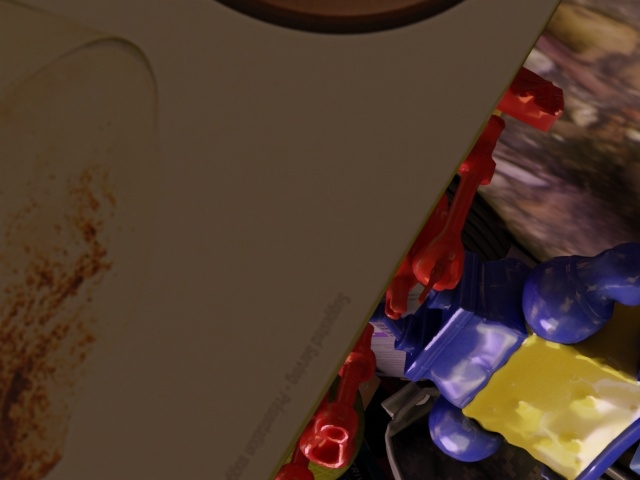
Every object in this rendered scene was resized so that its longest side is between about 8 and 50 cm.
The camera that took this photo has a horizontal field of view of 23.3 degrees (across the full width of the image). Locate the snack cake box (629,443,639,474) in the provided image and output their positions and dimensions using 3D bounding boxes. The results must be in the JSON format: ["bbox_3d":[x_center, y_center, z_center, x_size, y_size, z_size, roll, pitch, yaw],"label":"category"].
[{"bbox_3d":[0.299,0.113,0.809,0.152,0.089,0.264,34,160,-8],"label":"snack cake box"}]

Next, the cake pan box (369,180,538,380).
[{"bbox_3d":[0.000,0.000,0.995,0.246,0.070,0.267,37,160,-23],"label":"cake pan box"}]

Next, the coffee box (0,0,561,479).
[{"bbox_3d":[-0.142,-0.083,0.523,0.334,0.337,0.338,34,169,-10],"label":"coffee box"}]

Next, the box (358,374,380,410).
[{"bbox_3d":[-0.062,0.123,1.030,0.091,0.170,0.130,10,153,46],"label":"box"}]

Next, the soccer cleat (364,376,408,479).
[{"bbox_3d":[0.079,0.194,1.199,0.248,0.083,0.095,58,-170,9],"label":"soccer cleat"}]

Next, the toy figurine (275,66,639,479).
[{"bbox_3d":[0.092,0.097,0.810,0.217,0.191,0.362,25,134,-8],"label":"toy figurine"}]

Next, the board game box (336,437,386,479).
[{"bbox_3d":[-0.001,0.318,1.148,0.254,0.079,0.336,-118,29,-49],"label":"board game box"}]

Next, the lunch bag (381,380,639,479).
[{"bbox_3d":[0.159,0.201,1.030,0.287,0.169,0.235,48,180,9],"label":"lunch bag"}]
